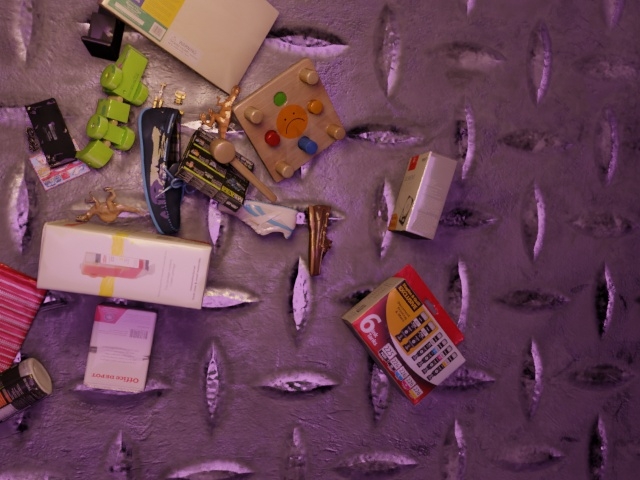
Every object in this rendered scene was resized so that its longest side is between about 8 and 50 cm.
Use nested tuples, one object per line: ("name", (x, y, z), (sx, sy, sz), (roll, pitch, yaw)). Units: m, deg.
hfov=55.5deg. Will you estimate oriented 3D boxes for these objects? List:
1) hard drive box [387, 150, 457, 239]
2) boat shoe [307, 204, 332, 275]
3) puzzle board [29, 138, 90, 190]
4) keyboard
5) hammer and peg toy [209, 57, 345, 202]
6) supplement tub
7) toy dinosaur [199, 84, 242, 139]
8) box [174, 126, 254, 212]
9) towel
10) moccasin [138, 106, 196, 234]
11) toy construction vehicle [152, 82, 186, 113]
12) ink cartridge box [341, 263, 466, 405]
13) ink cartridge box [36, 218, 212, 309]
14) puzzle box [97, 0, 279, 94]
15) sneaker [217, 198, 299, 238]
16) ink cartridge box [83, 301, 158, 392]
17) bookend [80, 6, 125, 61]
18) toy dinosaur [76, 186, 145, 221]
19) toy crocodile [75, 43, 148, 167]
("hard drive box", (0.290, -0.124, 1.749), (0.089, 0.181, 0.232), (18, 87, -10))
("boat shoe", (0.000, 0.000, 1.748), (0.073, 0.073, 0.207), (1, 92, -9))
("puzzle board", (-0.701, -0.204, 1.634), (0.128, 0.011, 0.096), (-27, 97, -10))
("keyboard", (-0.726, -0.281, 1.615), (0.108, 0.023, 0.180), (-22, 90, -16))
("hammer and peg toy", (-0.120, -0.288, 1.651), (0.361, 0.127, 0.266), (-38, 126, -9))
("supplement tub", (-0.810, 0.398, 1.576), (0.190, 0.117, 0.117), (-28, 97, -9))
("toy dinosaur", (-0.267, -0.322, 1.651), (0.112, 0.064, 0.212), (11, 96, 25))
("box", (-0.277, -0.190, 1.629), (0.190, 0.045, 0.184), (32, 42, -23))
("towel", (-0.866, 0.199, 1.603), (0.199, 0.031, 0.275), (25, 88, -13))
("moccasin", (-0.405, -0.188, 1.620), (0.116, 0.138, 0.342), (-7, 97, 5))
("toy construction vehicle", (-0.415, -0.375, 1.674), (0.086, 0.035, 0.098), (19, 88, -11))
("ink cartridge box", (0.266, 0.266, 1.781), (0.272, 0.130, 0.309), (-39, 98, -9))
("ink cartridge box", (-0.482, 0.057, 1.551), (0.384, 0.279, 0.160), (9, 91, -11))
("puzzle box", (-0.327, -0.602, 1.574), (0.409, 0.052, 0.272), (31, 91, -39))
("sneaker", (-0.179, -0.065, 1.706), (0.228, 0.087, 0.092), (11, 94, -9))
("ink cartridge box", (-0.535, 0.287, 1.640), (0.158, 0.092, 0.218), (10, 88, -11))
("bookend", (-0.558, -0.566, 1.579), (0.072, 0.157, 0.156), (11, 90, -12))
("toy dinosaur", (-0.570, -0.096, 1.652), (0.183, 0.053, 0.093), (-7, 108, -4))
("toy crocodile", (-0.551, -0.355, 1.619), (0.115, 0.105, 0.341), (20, 86, -53))
